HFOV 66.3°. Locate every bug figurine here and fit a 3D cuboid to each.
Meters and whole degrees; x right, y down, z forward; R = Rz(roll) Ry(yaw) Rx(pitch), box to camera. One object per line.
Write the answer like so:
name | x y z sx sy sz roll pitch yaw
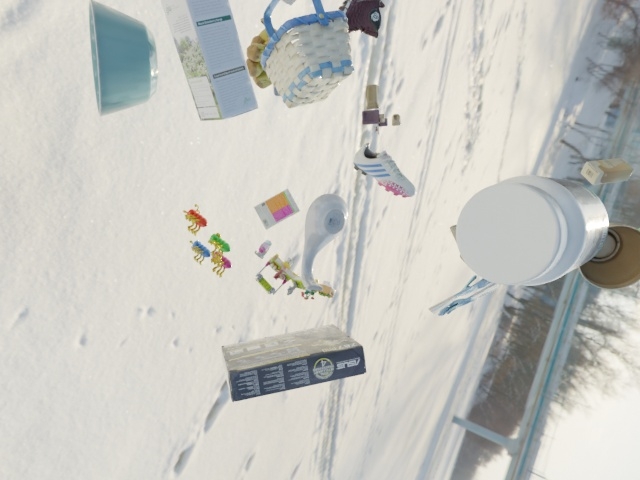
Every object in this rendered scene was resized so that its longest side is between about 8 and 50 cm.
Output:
bug figurine | -0.396 0.009 1.730 0.072 0.216 0.279 -41 160 -29

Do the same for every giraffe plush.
giraffe plush | -0.162 -0.626 1.600 0.211 0.170 0.181 -15 152 -21

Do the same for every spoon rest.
spoon rest | 0.000 0.000 1.395 0.137 0.084 0.276 13 95 -35

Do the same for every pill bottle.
pill bottle | 0.413 -0.023 0.945 0.361 0.204 0.204 -5 114 -51

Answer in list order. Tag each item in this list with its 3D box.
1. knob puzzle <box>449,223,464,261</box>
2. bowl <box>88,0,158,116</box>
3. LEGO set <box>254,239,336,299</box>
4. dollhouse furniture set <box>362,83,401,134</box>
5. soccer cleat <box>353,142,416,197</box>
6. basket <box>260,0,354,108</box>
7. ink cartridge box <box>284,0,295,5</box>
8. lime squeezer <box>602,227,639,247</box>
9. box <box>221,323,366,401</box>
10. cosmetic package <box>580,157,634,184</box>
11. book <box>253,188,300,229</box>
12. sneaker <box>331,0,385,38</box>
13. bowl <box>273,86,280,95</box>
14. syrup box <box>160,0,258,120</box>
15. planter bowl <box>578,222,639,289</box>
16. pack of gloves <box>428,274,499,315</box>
knob puzzle | 0.484 0.023 1.418 0.213 0.213 0.030 -56 -175 -30
bowl | -0.564 -0.514 1.410 0.163 0.311 0.311 -6 120 -25
LEGO set | -0.100 0.131 1.547 0.107 0.287 0.132 -47 168 -36
dollhouse furniture set | 0.150 -0.321 1.205 0.081 0.091 0.114 53 36 -72
soccer cleat | 0.303 -0.319 2.224 0.116 0.331 0.143 -51 170 -52
basket | -0.050 -0.503 1.237 0.201 0.255 0.288 -25 93 -26
ink cartridge box | -0.051 -0.989 1.513 0.395 0.285 0.166 -33 155 31
lime squeezer | 0.997 -0.015 1.699 0.059 0.310 0.109 30 71 -22
box | -0.096 0.363 1.514 0.318 0.395 0.097 180 -98 -75
cosmetic package | 0.791 -0.192 1.354 0.115 0.060 0.041 -9 136 -14
book | -0.160 -0.115 1.811 0.144 0.096 0.035 -28 176 0
sneaker | 0.109 -0.710 1.658 0.281 0.163 0.106 -47 -161 22
bowl | -0.129 -0.664 2.011 0.142 0.053 0.142 -11 150 -15
syrup box | -0.212 -0.360 0.954 0.096 0.093 0.236 -31 118 -35
planter bowl | 0.703 0.026 1.202 0.109 0.162 0.161 -58 161 -70
pack of gloves | 0.478 0.177 1.651 0.232 0.046 0.195 -31 154 13
